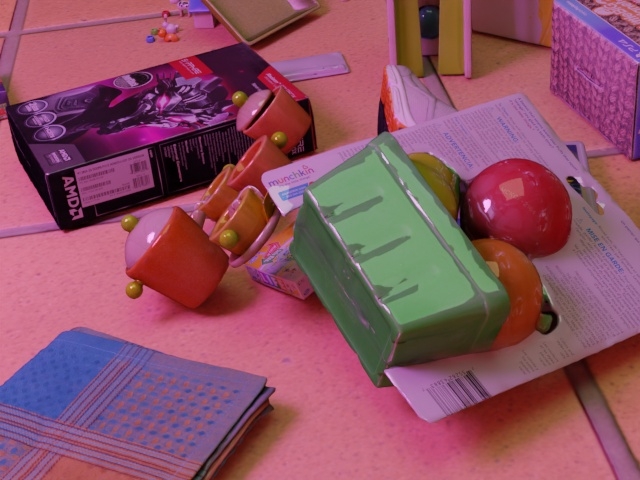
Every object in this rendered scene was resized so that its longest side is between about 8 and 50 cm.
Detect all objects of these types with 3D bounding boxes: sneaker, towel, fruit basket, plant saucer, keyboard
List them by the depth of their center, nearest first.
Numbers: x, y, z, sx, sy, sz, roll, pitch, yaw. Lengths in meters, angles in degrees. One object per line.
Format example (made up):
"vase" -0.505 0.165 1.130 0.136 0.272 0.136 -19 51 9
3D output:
"towel" -0.246 0.225 1.065 0.271 0.040 0.370 12 40 27
"fruit basket" 0.161 0.006 1.190 0.353 0.165 0.327 -16 58 -31
"sneaker" 0.145 -0.135 1.443 0.121 0.099 0.262 -3 40 -10
"keyboard" -0.086 -0.258 1.785 0.256 0.014 0.072 -10 29 -6
"plant saucer" -0.126 -0.414 1.930 0.188 0.045 0.188 48 52 8

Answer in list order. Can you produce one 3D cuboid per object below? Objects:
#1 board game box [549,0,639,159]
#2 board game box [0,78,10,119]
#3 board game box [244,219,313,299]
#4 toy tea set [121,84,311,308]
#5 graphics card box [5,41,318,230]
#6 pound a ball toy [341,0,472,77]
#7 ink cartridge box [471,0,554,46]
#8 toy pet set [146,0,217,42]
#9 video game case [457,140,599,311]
"board game box" 0.495 -0.249 1.564 0.291 0.141 0.232 -14 34 -12
"board game box" -0.571 -0.216 1.762 0.170 0.048 0.141 -17 34 -16
"board game box" 0.000 0.000 1.321 0.154 0.026 0.103 -41 32 -23
"toy tea set" -0.123 -0.069 1.329 0.124 0.200 0.336 37 32 -14
"graphics card box" -0.220 -0.153 1.574 0.371 0.094 0.233 -19 36 -18
"pound a ball toy" 0.118 -0.401 1.689 0.208 0.319 0.136 -2 34 7
"ink cartridge box" 0.399 -0.434 1.837 0.385 0.160 0.279 20 42 33
"toy pet set" -0.234 -0.393 1.959 0.114 0.065 0.122 -1 34 8
"video game case" 0.178 -0.022 1.370 0.300 0.036 0.329 -1 33 7
